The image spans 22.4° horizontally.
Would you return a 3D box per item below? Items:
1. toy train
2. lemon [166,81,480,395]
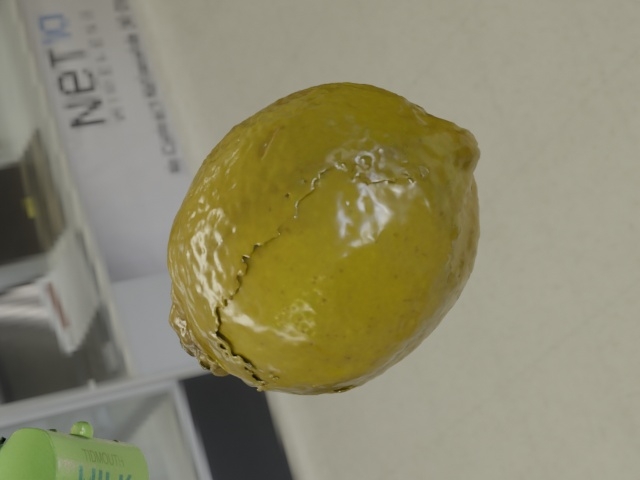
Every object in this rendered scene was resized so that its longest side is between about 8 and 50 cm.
[{"bbox_3d":[-0.251,0.259,1.618,0.105,0.253,0.157,5,81,20],"label":"toy train"},{"bbox_3d":[0.000,0.000,1.128,0.260,0.204,0.204,-39,58,16],"label":"lemon"}]
